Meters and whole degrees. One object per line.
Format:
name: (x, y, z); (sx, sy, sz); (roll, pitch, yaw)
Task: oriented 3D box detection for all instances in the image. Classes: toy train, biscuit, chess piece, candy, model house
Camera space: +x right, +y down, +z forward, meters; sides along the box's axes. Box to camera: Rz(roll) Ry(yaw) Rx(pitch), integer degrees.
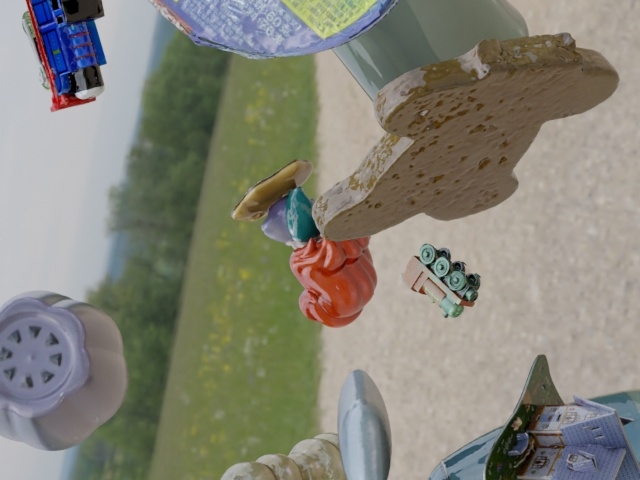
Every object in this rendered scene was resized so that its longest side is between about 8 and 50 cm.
toy train: (-0.388, -0.310, 2.023); (0.131, 0.082, 0.204); (-8, 101, 43)
biscuit: (0.192, -0.145, 1.779); (0.076, 0.368, 0.394); (66, 152, 23)
toy train: (0.146, 0.050, 1.581); (0.103, 0.044, 0.064); (44, 109, 38)
chess piece: (-0.062, 0.420, 2.279); (0.142, 0.260, 0.143); (7, 99, 47)
candy: (0.058, 0.256, 1.749); (0.174, 0.071, 0.138); (-95, 1, -80)
model house: (0.223, 0.191, 1.163); (0.167, 0.088, 0.117); (-52, -54, -43)

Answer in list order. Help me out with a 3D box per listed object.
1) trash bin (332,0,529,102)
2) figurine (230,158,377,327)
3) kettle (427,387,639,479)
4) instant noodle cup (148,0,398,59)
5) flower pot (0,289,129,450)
trash bin: (0.130, -0.362, 2.049); (0.280, 0.432, 0.280); (-24, 44, 25)
figurine: (-0.007, 0.006, 2.163); (0.208, 0.257, 0.181); (-46, -15, 26)
kettle: (0.310, 0.364, 1.869); (0.319, 0.342, 0.247); (86, 174, -76)
instant noodle cup: (0.005, -0.333, 1.143); (0.312, 0.284, 0.284); (-50, -21, -57)
flower pot: (-0.437, 0.190, 2.069); (0.243, 0.265, 0.265); (112, 168, -76)
